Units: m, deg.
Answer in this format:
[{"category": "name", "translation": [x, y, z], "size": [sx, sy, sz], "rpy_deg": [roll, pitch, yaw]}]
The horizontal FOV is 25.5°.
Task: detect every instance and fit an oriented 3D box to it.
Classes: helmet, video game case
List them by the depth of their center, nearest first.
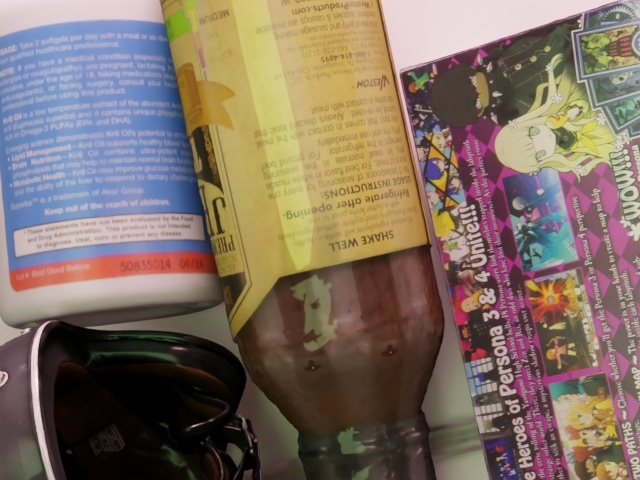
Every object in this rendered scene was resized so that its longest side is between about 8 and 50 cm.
[{"category": "video game case", "translation": [0.161, -0.001, 0.675], "size": [0.210, 0.042, 0.232], "rpy_deg": [-16, 80, 22]}, {"category": "helmet", "translation": [-0.116, 0.124, 0.706], "size": [0.162, 0.169, 0.169], "rpy_deg": [5, 88, -15]}]

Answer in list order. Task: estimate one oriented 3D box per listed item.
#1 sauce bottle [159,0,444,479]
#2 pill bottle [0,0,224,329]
[{"category": "sauce bottle", "translation": [0.000, 0.000, 0.704], "size": [0.111, 0.111, 0.344], "rpy_deg": [-13, 87, 23]}, {"category": "pill bottle", "translation": [-0.121, -0.068, 0.760], "size": [0.124, 0.124, 0.221], "rpy_deg": [-10, 83, 23]}]
